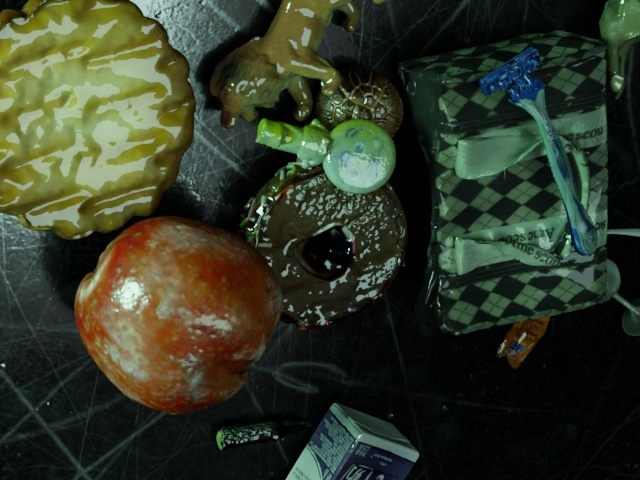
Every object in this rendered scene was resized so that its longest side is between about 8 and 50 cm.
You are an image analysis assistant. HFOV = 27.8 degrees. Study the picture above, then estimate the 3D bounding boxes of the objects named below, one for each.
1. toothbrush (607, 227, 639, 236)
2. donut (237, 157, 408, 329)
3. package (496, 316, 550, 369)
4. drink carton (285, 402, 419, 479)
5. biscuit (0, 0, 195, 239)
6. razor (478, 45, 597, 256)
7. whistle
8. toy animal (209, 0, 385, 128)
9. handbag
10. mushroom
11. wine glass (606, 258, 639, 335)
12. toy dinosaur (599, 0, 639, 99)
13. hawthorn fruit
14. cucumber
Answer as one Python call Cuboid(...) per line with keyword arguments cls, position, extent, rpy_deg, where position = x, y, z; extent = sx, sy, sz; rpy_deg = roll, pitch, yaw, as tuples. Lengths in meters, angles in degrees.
Cuboid(cls="toothbrush", position=(0.559, -0.013, 2.168), extent=(0.286, 0.020, 0.025), rpy_deg=(-4, 120, -22))
Cuboid(cls="donut", position=(0.000, 0.000, 1.874), extent=(0.269, 0.103, 0.270), rpy_deg=(-8, 112, -19))
Cuboid(cls="package", position=(0.334, 0.155, 2.127), extent=(0.077, 0.033, 0.111), rpy_deg=(34, 89, -21))
Cuboid(cls="drink carton", position=(0.033, 0.385, 2.041), extent=(0.134, 0.102, 0.222), rpy_deg=(25, 100, -38))
Cuboid(cls="biscuit", position=(-0.319, -0.163, 1.662), extent=(0.325, 0.107, 0.326), rpy_deg=(-11, 115, -24))
Cuboid(cls="razor", position=(0.327, -0.106, 1.798), extent=(0.093, 0.056, 0.324), rpy_deg=(-32, 114, -9))
Cuboid(cls="whistle", position=(0.008, -0.126, 1.771), extent=(0.198, 0.057, 0.104), rpy_deg=(13, 91, -11))
Cuboid(cls="toy animal", position=(-0.032, -0.277, 1.755), extent=(0.157, 0.097, 0.312), rpy_deg=(27, 96, -24))
Cuboid(cls="handbag", position=(0.271, -0.077, 1.901), extent=(0.316, 0.180, 0.416), rpy_deg=(-16, 112, -27))
Cuboid(cls="mushroom", position=(0.054, -0.185, 1.830), extent=(0.126, 0.085, 0.109), rpy_deg=(-10, 129, 7))
Cuboid(cls="wine glass", position=(0.477, 0.081, 2.135), extent=(0.195, 0.079, 0.079), rpy_deg=(34, 94, -32))
Cuboid(cls="toy dinosaur", position=(0.464, -0.344, 1.908), extent=(0.077, 0.162, 0.294), rpy_deg=(11, 109, -8))
Cuboid(cls="hawthorn fruit", position=(-0.186, 0.098, 1.735), extent=(0.284, 0.284, 0.284), rpy_deg=(-9, 114, -21))
Cuboid(cls="cucumber", position=(-0.081, 0.296, 1.994), extent=(0.163, 0.039, 0.043), rpy_deg=(-7, 138, -21))
